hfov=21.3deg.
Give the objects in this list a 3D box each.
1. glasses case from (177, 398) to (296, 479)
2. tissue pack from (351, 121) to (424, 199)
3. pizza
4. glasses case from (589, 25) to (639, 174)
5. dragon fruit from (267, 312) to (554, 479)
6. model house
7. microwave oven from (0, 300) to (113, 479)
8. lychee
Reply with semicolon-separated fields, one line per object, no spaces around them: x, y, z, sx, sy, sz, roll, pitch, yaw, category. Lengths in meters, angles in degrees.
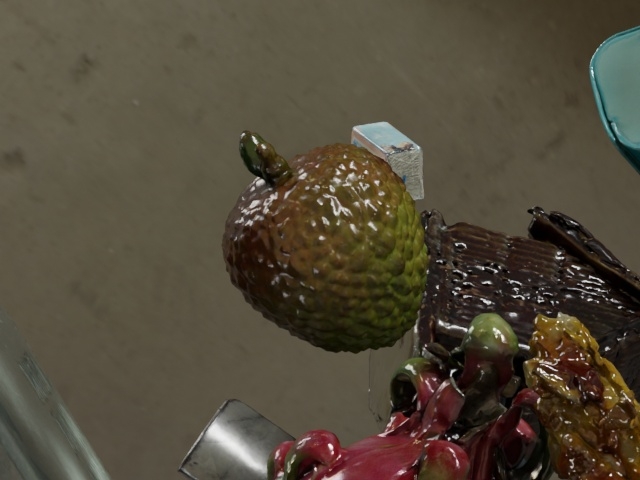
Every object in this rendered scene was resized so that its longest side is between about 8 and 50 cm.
-0.012;0.303;1.910;0.299;0.060;0.114;34;54;1;glasses case
0.079;-0.093;2.031;0.059;0.074;0.094;-14;31;-21;tissue pack
0.170;0.132;1.004;0.069;0.154;0.194;-32;78;3;pizza
0.321;-0.067;1.484;0.070;0.301;0.117;-17;60;23;glasses case
0.059;0.198;1.100;0.273;0.198;0.218;-41;54;-7;dragon fruit
0.207;0.136;1.761;0.282;0.317;0.297;11;51;-4;model house
-0.334;0.202;0.907;0.432;0.236;0.374;-31;93;-2;microwave oven
0.000;0.000;0.950;0.114;0.114;0.146;-29;111;12;lychee
